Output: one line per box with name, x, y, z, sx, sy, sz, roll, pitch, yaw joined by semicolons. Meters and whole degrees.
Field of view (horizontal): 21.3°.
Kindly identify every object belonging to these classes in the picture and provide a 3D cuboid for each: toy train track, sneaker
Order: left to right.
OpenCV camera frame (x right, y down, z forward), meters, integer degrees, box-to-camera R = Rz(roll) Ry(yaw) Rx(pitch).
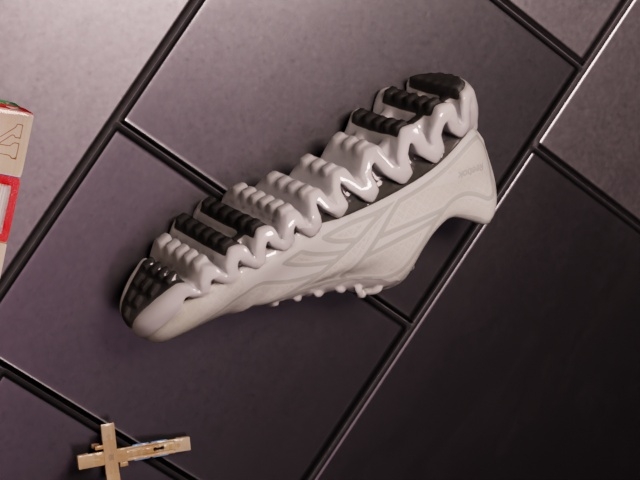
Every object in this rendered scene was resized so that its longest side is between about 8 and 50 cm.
toy train track;-0.134;0.150;1.210;0.083;0.014;0.048;-7;94;-23
sneaker;0.000;0.000;1.185;0.292;0.110;0.118;-31;116;-11

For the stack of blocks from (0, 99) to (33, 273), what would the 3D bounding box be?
stack of blocks;-0.303;0.042;1.094;0.171;0.087;0.297;10;96;-20
